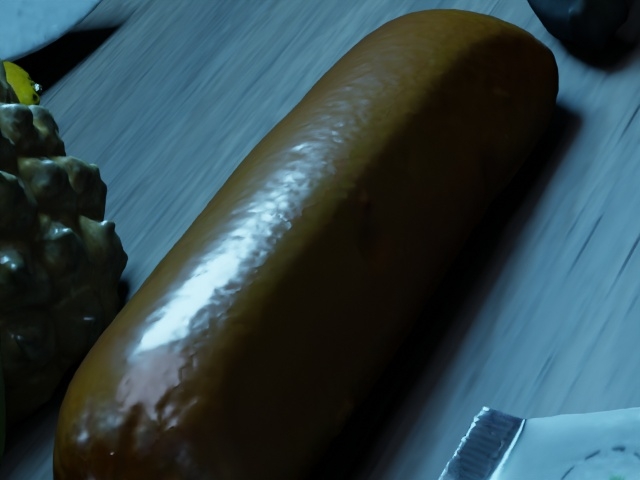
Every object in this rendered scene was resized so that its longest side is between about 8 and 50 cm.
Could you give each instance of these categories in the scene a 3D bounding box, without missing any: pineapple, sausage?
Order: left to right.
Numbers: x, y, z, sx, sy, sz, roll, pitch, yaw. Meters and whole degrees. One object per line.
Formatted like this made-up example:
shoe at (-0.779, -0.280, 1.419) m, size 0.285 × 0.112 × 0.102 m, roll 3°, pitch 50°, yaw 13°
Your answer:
pineapple at (-0.259, -0.067, 0.889) m, size 0.223 × 0.357 × 0.223 m, roll -28°, pitch 26°, yaw 15°
sausage at (0.001, 0.000, 0.771) m, size 0.097 × 0.094 × 0.348 m, roll -7°, pitch 33°, yaw 36°

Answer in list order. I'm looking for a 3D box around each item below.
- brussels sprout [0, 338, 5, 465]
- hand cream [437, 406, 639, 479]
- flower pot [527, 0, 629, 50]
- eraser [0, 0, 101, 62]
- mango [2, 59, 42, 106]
brussels sprout at (-0.262, 0.098, 0.693) m, size 0.316 × 0.242 × 0.273 m, roll -22°, pitch 48°, yaw 9°
hand cream at (0.137, 0.074, 0.517) m, size 0.336 × 0.076 × 0.121 m, roll -15°, pitch 27°, yaw 47°
flower pot at (0.174, -0.308, 0.869) m, size 0.379 × 0.251 × 0.379 m, roll -43°, pitch 15°, yaw 15°
eraser at (-0.292, -0.159, 1.392) m, size 0.174 × 0.095 × 0.270 m, roll -29°, pitch 13°, yaw -34°
mango at (-0.235, -0.078, 1.244) m, size 0.127 × 0.063 × 0.077 m, roll -16°, pitch 36°, yaw 33°
